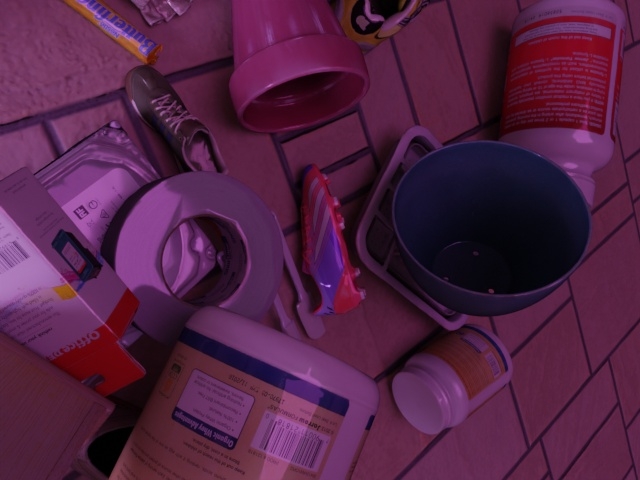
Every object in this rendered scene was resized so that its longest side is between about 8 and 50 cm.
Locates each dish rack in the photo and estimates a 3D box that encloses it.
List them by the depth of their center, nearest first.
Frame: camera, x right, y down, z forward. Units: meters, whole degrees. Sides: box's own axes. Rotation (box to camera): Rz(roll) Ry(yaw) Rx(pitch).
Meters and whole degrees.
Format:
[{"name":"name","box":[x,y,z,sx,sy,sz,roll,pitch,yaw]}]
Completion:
[{"name":"dish rack","box":[0.198,-0.016,1.026,0.332,0.072,0.286,38,69,-30]}]

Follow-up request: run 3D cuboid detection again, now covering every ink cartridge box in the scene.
[{"name":"ink cartridge box","box":[-0.287,0.061,0.553,0.134,0.078,0.231,-27,112,12]}]

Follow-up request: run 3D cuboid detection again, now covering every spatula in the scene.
[{"name":"spatula","box":[-0.068,0.092,0.828,0.168,0.019,0.242,-43,121,-44]}]

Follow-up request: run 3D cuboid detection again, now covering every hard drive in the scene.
[{"name":"hard drive","box":[-0.312,0.044,0.662,0.339,0.064,0.237,-45,115,-26]}]

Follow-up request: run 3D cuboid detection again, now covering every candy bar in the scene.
[{"name":"candy bar","box":[-0.279,-0.291,0.708,0.161,0.018,0.040,36,71,-30]}]

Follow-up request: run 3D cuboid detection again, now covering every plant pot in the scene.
[{"name":"plant pot","box":[-0.045,-0.278,0.784,0.201,0.201,0.181,-10,81,-35]},{"name":"plant pot","box":[0.260,0.010,0.889,0.290,0.290,0.196,-50,155,-25]}]

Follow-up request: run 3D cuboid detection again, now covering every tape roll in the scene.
[{"name":"tape roll","box":[-0.157,0.025,0.686,0.219,0.072,0.220,-1,91,-35]}]

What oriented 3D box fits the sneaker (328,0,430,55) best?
[{"name":"sneaker","box":[0.136,-0.430,0.929,0.145,0.147,0.385,48,63,-24]}]

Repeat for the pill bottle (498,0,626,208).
[{"name":"pill bottle","box":[0.502,-0.274,1.146,0.228,0.229,0.409,13,83,-35]}]

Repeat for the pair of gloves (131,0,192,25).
[{"name":"pair of gloves","box":[-0.210,-0.430,0.742,0.240,0.042,0.204,-45,115,-26]}]

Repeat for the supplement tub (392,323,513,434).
[{"name":"supplement tub","box":[0.247,0.257,1.018,0.199,0.144,0.145,-22,103,-34]}]

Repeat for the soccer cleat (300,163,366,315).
[{"name":"soccer cleat","box":[0.000,0.000,0.878,0.095,0.083,0.248,-17,89,6]}]

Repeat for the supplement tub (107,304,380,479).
[{"name":"supplement tub","box":[-0.094,0.251,0.557,0.228,0.228,0.317,33,74,-31]}]

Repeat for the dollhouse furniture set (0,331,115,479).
[{"name":"dollhouse furniture set","box":[-0.392,0.295,0.454,0.362,0.256,0.394,38,104,-12]}]

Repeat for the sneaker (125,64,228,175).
[{"name":"sneaker","box":[-0.185,-0.154,0.735,0.064,0.086,0.192,-40,112,-29]}]

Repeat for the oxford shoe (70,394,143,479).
[{"name":"oxford shoe","box":[-0.175,0.303,0.720,0.348,0.130,0.123,25,76,-33]}]
